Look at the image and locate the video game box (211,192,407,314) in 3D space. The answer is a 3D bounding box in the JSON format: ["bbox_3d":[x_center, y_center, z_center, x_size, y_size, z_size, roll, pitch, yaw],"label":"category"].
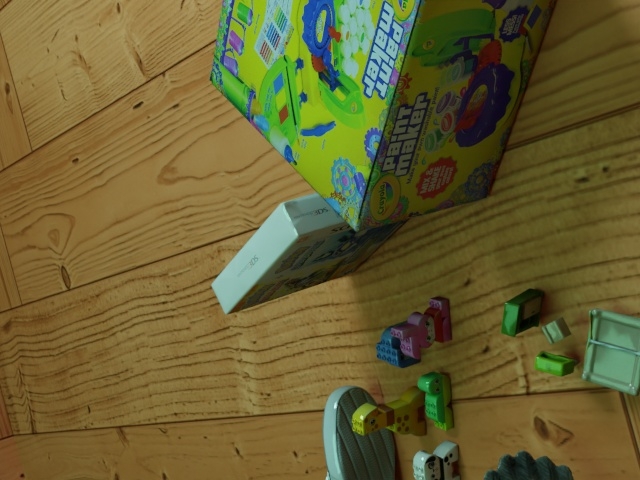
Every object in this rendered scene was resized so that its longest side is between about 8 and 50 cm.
[{"bbox_3d":[0.000,0.000,1.432,0.205,0.187,0.048,-47,64,53],"label":"video game box"}]

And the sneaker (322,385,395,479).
[{"bbox_3d":[0.038,0.299,1.577,0.091,0.094,0.258,-2,102,52],"label":"sneaker"}]

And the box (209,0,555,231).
[{"bbox_3d":[0.054,-0.215,1.276,0.279,0.177,0.290,48,137,35],"label":"box"}]

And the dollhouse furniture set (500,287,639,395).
[{"bbox_3d":[0.252,0.091,1.244,0.151,0.058,0.076,15,108,32],"label":"dollhouse furniture set"}]

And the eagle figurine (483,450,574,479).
[{"bbox_3d":[0.272,0.327,1.164,0.225,0.226,0.298,174,77,-77],"label":"eagle figurine"}]

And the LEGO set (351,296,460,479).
[{"bbox_3d":[0.088,0.177,1.456,0.087,0.093,0.227,14,114,54],"label":"LEGO set"}]
